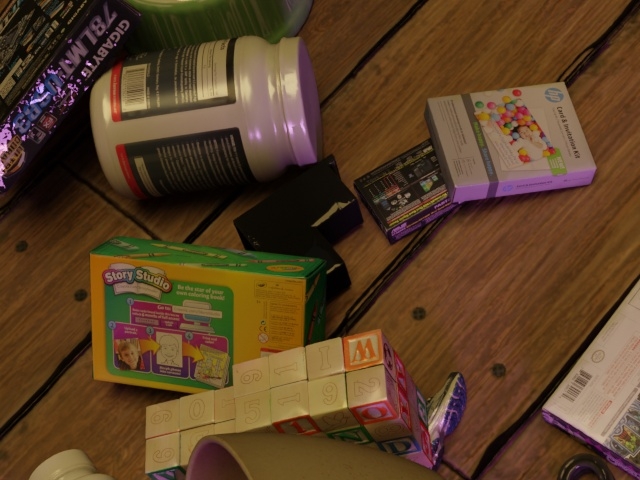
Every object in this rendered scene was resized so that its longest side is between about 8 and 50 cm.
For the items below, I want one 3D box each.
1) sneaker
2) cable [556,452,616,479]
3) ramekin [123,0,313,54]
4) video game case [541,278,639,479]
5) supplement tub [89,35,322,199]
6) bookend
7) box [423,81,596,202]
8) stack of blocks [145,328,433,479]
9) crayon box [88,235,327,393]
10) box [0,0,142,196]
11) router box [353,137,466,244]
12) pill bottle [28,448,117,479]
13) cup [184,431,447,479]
[{"bbox_3d":[0.124,0.206,1.551,0.058,0.052,0.135,16,63,28],"label":"sneaker"},{"bbox_3d":[0.319,0.368,1.426,0.139,0.072,0.287,-38,45,9],"label":"cable"},{"bbox_3d":[-0.169,-0.391,1.907,0.303,0.148,0.303,-6,59,9],"label":"ramekin"},{"bbox_3d":[0.402,0.164,1.516,0.210,0.042,0.232,31,71,26],"label":"video game case"},{"bbox_3d":[-0.145,-0.161,1.742,0.272,0.191,0.191,-7,59,8],"label":"supplement tub"},{"bbox_3d":[0.000,0.000,1.685,0.157,0.072,0.156,-35,60,-10],"label":"bookend"},{"bbox_3d":[0.239,-0.126,1.702,0.186,0.038,0.145,-7,57,-9],"label":"box"},{"bbox_3d":[-0.043,0.207,1.488,0.297,0.171,0.087,-15,53,15],"label":"stack of blocks"},{"bbox_3d":[-0.136,0.095,1.601,0.278,0.165,0.081,7,17,16],"label":"crayon box"},{"bbox_3d":[-0.387,-0.237,1.791,0.295,0.073,0.293,-52,31,3],"label":"box"},{"bbox_3d":[0.117,-0.064,1.716,0.122,0.038,0.092,-29,58,-5],"label":"router box"},{"bbox_3d":[-0.255,0.335,1.525,0.108,0.108,0.193,-35,59,-9],"label":"pill bottle"},{"bbox_3d":[0.023,0.339,1.370,0.236,0.331,0.331,-9,55,-23],"label":"cup"}]
